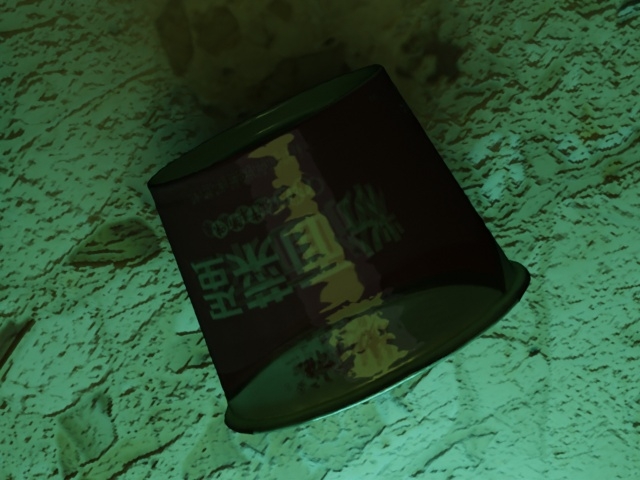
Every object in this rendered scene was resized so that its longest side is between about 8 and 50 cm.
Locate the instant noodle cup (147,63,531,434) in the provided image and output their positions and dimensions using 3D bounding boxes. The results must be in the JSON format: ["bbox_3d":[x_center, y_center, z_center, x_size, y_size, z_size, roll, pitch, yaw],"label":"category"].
[{"bbox_3d":[0.000,0.000,1.187,0.235,0.235,0.178,-27,100,3],"label":"instant noodle cup"}]
